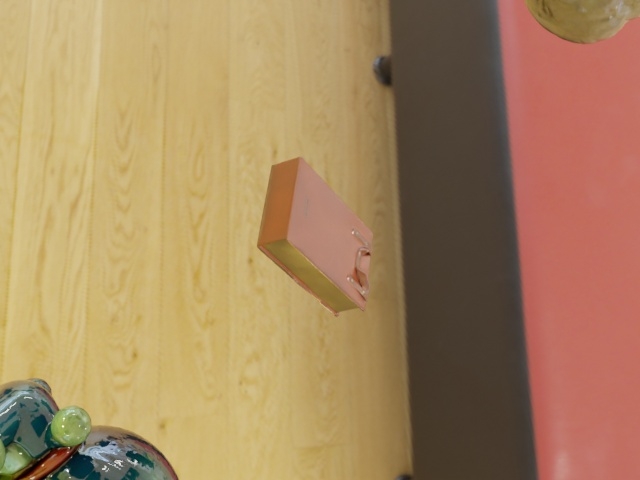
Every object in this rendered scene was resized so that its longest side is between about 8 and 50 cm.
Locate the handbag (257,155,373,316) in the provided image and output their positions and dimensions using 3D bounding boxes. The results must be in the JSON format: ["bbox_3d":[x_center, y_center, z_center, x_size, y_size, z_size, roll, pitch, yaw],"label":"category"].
[{"bbox_3d":[0.000,0.000,1.131,0.190,0.063,0.127,46,41,-43],"label":"handbag"}]

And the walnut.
[{"bbox_3d":[0.269,-0.273,0.896,0.162,0.140,0.140,37,54,-45],"label":"walnut"}]

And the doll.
[{"bbox_3d":[-0.272,0.275,0.978,0.322,0.199,0.186,53,38,-20],"label":"doll"}]
